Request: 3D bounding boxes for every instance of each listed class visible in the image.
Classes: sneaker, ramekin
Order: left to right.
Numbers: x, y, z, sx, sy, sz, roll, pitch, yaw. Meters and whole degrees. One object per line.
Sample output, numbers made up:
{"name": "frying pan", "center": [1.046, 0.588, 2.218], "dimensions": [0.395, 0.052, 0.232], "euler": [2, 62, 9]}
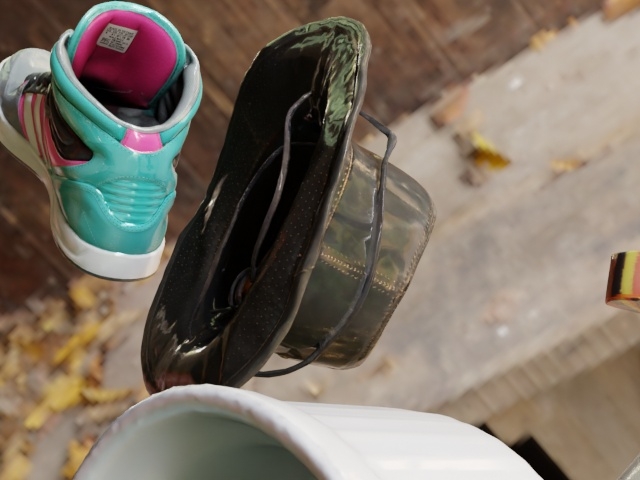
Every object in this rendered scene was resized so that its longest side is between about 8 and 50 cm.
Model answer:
{"name": "sneaker", "center": [-0.184, -0.121, 1.512], "dimensions": [0.295, 0.124, 0.178], "euler": [54, 134, 45]}
{"name": "ramekin", "center": [0.003, 0.199, 0.811], "dimensions": [0.277, 0.135, 0.277], "euler": [-3, 86, 51]}

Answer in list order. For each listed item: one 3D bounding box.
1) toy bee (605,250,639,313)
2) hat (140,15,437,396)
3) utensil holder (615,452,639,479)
{"name": "toy bee", "center": [0.451, 0.056, 1.936], "dimensions": [0.298, 0.195, 0.162], "euler": [-7, -4, -30]}
{"name": "hat", "center": [0.000, 0.000, 1.316], "dimensions": [0.331, 0.134, 0.331], "euler": [-55, 22, 36]}
{"name": "utensil holder", "center": [0.332, 0.345, 1.579], "dimensions": [0.385, 0.328, 0.327], "euler": [-52, 29, 16]}
